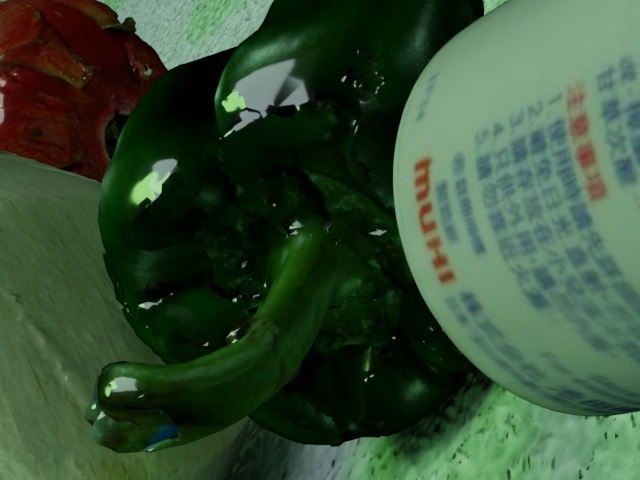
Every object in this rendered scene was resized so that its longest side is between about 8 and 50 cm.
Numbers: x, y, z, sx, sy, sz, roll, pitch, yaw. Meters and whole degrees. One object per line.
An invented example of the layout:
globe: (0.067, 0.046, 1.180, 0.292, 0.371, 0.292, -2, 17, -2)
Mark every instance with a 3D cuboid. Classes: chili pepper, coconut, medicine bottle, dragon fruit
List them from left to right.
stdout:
coconut: (-0.155, 0.096, 0.718, 0.245, 0.247, 0.245, -37, -5, -4)
dragon fruit: (-0.210, -0.063, 1.105, 0.241, 0.241, 0.252, -59, 21, -3)
chili pepper: (0.000, 0.000, 0.584, 0.174, 0.165, 0.261, -23, 32, 30)
medicine bottle: (0.155, -0.046, 0.317, 0.341, 0.130, 0.130, -25, 37, 59)
